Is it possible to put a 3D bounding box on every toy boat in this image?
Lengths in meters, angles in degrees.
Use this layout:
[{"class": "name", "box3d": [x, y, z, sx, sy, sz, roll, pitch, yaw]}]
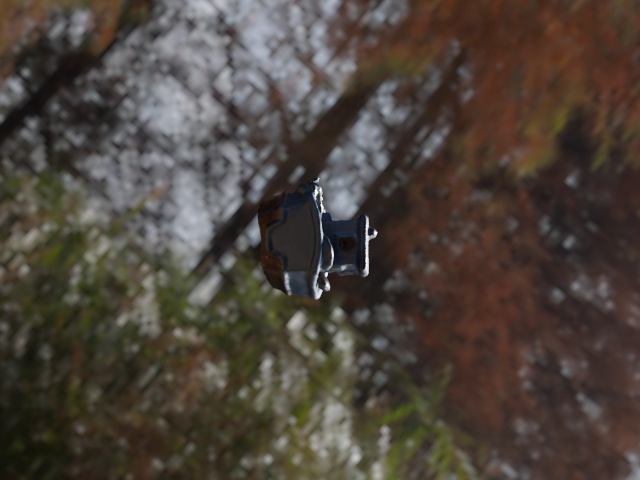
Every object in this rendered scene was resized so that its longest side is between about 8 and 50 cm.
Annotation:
[{"class": "toy boat", "box3d": [0.000, 0.000, 1.559, 0.097, 0.100, 0.223, -1, -3, 2]}]
